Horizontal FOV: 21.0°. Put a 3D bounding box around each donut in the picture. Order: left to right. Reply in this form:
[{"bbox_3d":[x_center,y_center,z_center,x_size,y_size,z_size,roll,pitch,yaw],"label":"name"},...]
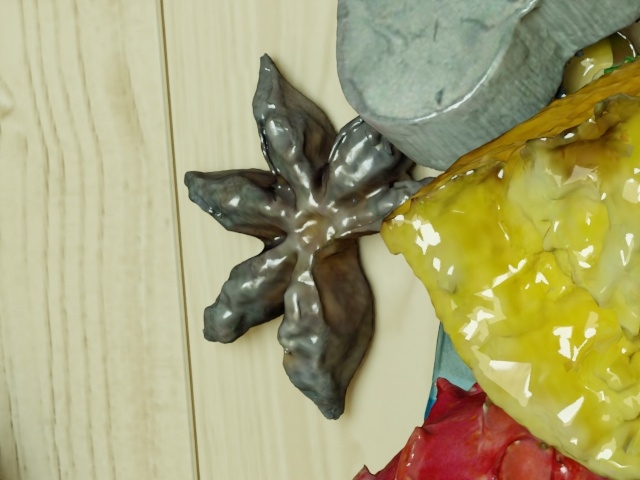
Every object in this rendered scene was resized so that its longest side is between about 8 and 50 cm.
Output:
[{"bbox_3d":[0.248,-0.040,0.661,0.377,0.435,0.163,-33,96,-10],"label":"donut"}]

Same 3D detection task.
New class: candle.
[{"bbox_3d":[0.079,-0.140,0.886,0.192,0.068,0.168,-47,52,4],"label":"candle"}]

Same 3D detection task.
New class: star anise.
[{"bbox_3d":[-0.010,-0.013,0.977,0.172,0.063,0.208,44,114,19],"label":"star anise"}]

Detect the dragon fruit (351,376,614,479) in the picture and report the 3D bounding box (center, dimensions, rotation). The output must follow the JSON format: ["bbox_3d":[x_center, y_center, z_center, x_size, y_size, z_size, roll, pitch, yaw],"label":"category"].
[{"bbox_3d":[0.103,0.181,0.871,0.210,0.205,0.268,28,133,21],"label":"dragon fruit"}]

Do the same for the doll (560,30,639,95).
[{"bbox_3d":[0.147,-0.058,0.903,0.078,0.076,0.113,39,84,8],"label":"doll"}]

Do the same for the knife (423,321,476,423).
[{"bbox_3d":[0.071,0.171,0.984,0.044,0.026,0.297,14,106,28],"label":"knife"}]
